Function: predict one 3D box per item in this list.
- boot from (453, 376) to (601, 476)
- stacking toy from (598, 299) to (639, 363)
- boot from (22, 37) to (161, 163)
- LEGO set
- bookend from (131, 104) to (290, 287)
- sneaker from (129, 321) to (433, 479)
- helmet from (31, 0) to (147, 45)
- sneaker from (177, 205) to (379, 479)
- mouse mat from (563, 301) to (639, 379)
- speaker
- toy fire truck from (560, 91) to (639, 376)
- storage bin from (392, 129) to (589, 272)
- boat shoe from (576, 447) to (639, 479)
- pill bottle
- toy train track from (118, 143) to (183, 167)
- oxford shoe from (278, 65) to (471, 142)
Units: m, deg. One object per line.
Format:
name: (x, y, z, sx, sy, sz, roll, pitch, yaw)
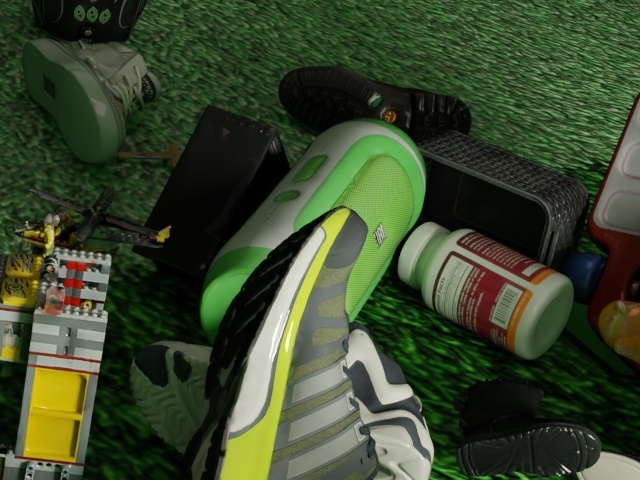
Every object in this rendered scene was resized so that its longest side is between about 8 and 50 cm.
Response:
boot: (0.164, 0.146, 1.277, 0.121, 0.045, 0.099, -8, 22, 15)
stacking toy: (0.331, 0.118, 1.282, 0.166, 0.175, 0.302, -42, 37, -10)
boot: (-0.226, -0.161, 1.714, 0.123, 0.095, 0.258, -8, 30, -24)
LEGO set: (-0.256, 0.043, 1.156, 0.255, 0.192, 0.331, 12, 25, -2)
bookend: (-0.092, -0.016, 1.478, 0.072, 0.156, 0.157, 20, 70, 16)
sneaker: (-0.023, 0.115, 1.235, 0.235, 0.094, 0.153, 14, 23, 3)
helmet: (-0.284, -0.336, 1.980, 0.169, 0.161, 0.169, 10, 25, -5)
sneaker: (-0.015, 0.117, 1.107, 0.121, 0.300, 0.111, 25, -22, -18)
mouse mat: (0.318, 0.087, 1.555, 0.189, 0.007, 0.152, -2, 28, -30)
speaker: (0.000, 0.000, 1.414, 0.131, 0.131, 0.296, 18, 34, 12)
toy fire truck: (0.361, 0.008, 1.472, 0.254, 0.302, 0.169, 14, -18, 33)
storage bin: (0.158, -0.021, 1.565, 0.180, 0.122, 0.084, 25, 28, 30)
boat shoe: (0.262, 0.192, 1.260, 0.125, 0.046, 0.038, 19, 25, 6)
pill bottle: (0.150, 0.042, 1.478, 0.152, 0.086, 0.086, 29, 29, 30)
toy train track: (-0.171, -0.085, 1.682, 0.083, 0.014, 0.048, 1, 34, -11)
oxford shoe: (0.062, -0.150, 1.874, 0.227, 0.083, 0.096, 15, 7, 3)
